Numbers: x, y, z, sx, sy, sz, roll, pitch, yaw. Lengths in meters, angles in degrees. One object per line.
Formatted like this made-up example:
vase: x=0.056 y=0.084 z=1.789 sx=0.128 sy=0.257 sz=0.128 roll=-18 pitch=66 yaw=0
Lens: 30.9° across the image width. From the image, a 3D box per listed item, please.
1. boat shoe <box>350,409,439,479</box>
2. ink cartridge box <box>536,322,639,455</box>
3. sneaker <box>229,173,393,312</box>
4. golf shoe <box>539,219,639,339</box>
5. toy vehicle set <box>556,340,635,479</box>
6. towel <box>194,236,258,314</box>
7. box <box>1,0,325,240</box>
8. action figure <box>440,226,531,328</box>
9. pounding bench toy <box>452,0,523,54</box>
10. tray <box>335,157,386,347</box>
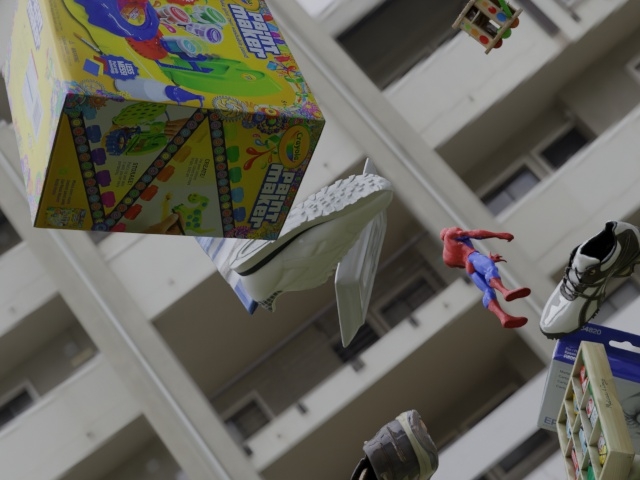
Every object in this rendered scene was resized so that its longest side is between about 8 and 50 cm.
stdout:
boat shoe: x=0.115 y=0.413 z=2.004 sx=0.130 sy=0.132 sz=0.355 roll=-18 pitch=-38 yaw=-13
ink cartridge box: x=0.485 y=0.248 z=1.913 sx=0.045 sy=0.223 sz=0.224 roll=-59 pitch=-22 yaw=-51
sneaker: x=0.000 y=0.000 z=1.504 sx=0.235 sy=0.095 sz=0.090 roll=-31 pitch=19 yaw=10
golf shoe: x=0.359 y=0.048 z=1.595 sx=0.094 sy=0.077 sz=0.198 roll=31 pitch=-76 yaw=-40
toy vehicle set: x=0.400 y=0.290 z=1.706 sx=0.267 sy=0.035 sz=0.166 roll=-84 pitch=3 yaw=-61
towel: x=-0.168 y=-0.032 z=2.093 sx=0.034 sy=0.285 sz=0.209 roll=-16 pitch=-32 yaw=-39
box: x=-0.186 y=-0.163 z=1.296 sx=0.279 sy=0.290 sz=0.177 roll=3 pitch=-50 yaw=-27
action figure: x=0.310 y=0.043 z=2.037 sx=0.139 sy=0.280 sz=0.091 roll=-10 pitch=-58 yaw=-21
pounding bench toy: x=0.217 y=-0.283 z=1.441 sx=0.052 sy=0.065 sz=0.083 roll=-49 pitch=-3 yaw=-31
tray: x=0.065 y=0.016 z=1.724 sx=0.270 sy=0.030 sz=0.145 roll=-74 pitch=-16 yaw=-44
